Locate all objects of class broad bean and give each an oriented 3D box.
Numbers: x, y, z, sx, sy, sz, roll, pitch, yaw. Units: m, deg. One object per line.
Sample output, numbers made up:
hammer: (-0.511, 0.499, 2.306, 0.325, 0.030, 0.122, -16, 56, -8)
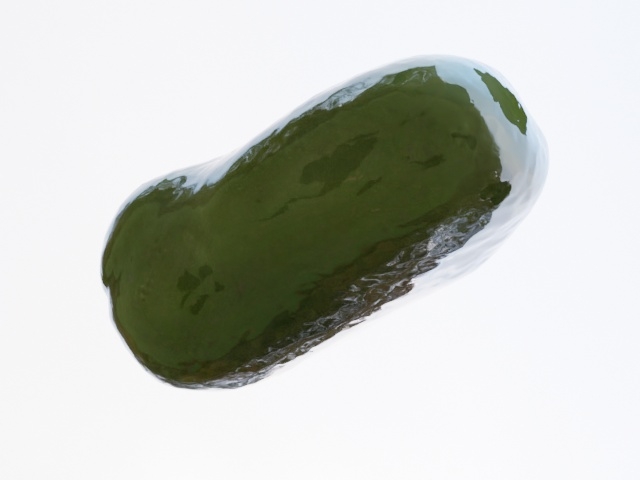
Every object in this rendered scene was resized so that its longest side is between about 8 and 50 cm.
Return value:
broad bean: (0.000, 0.000, 0.455, 0.174, 0.124, 0.082, -21, -108, 19)
